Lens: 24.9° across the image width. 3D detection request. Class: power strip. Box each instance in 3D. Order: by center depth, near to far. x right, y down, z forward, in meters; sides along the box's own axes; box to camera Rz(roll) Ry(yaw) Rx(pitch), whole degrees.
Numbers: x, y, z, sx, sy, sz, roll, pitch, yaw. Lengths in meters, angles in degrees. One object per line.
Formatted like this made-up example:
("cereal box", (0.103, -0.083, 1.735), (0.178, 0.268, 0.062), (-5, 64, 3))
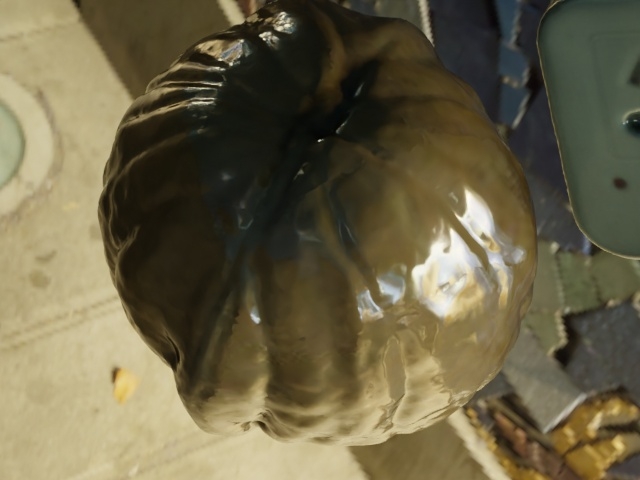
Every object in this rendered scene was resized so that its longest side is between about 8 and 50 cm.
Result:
("power strip", (0.257, -0.049, 0.767), (0.230, 0.261, 0.141), (2, 39, 29))

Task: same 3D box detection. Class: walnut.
("walnut", (0.000, 0.000, 0.731), (0.225, 0.261, 0.224), (0, 70, 0))
